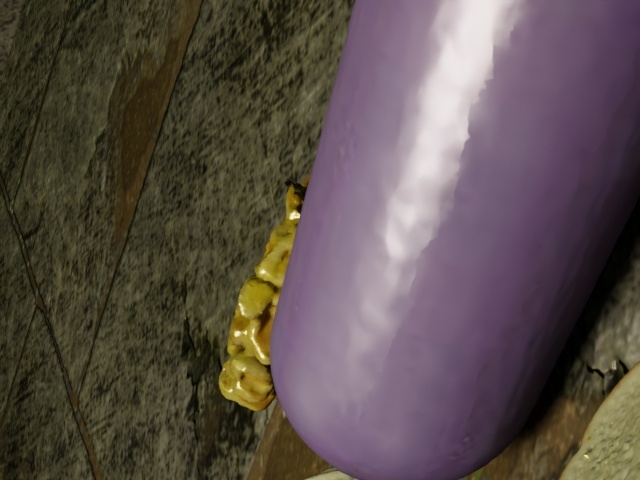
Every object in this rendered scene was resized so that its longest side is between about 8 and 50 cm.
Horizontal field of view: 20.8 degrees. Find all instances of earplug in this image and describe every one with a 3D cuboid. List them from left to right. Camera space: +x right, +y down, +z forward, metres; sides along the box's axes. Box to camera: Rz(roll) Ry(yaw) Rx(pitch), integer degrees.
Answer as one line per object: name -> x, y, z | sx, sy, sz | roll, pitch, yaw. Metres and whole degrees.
earplug -> 0.096, -0.051, 1.021 | 0.215, 0.215, 0.456 | -118, 41, -55

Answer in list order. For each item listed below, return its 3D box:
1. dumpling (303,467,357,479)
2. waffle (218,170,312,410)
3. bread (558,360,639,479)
dumpling -> 0.009, 0.282, 1.165 | 0.193, 0.147, 0.258 | 9, 83, 35
waffle -> 0.001, 0.000, 1.232 | 0.249, 0.056, 0.253 | -67, -10, 20
bread -> 0.186, 0.113, 0.794 | 0.236, 0.070, 0.236 | -52, 9, 12
